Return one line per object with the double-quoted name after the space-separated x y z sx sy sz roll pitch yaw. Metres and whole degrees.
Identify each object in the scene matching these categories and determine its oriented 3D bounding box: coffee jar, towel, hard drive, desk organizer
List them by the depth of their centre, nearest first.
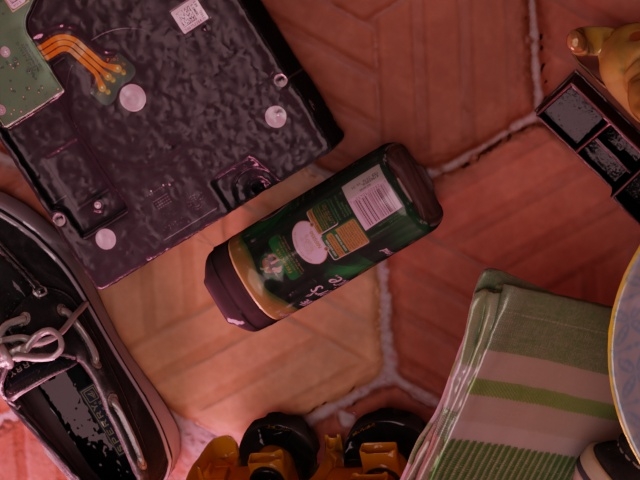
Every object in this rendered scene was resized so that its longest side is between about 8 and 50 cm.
0.139 0.191 1.363 0.038 0.248 0.325 30 100 45 "towel"
0.223 -0.066 1.379 0.130 0.050 0.047 44 108 -1 "desk organizer"
0.000 0.000 1.420 0.184 0.096 0.079 -30 90 18 "coffee jar"
-0.168 -0.161 1.433 0.237 0.064 0.339 -31 96 17 "hard drive"

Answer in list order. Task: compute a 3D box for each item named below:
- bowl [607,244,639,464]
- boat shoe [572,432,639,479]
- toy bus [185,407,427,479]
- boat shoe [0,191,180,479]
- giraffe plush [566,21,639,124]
0.354 0.069 1.217 0.289 0.156 0.289 5 102 25 "bowl"
0.436 0.202 1.337 0.500 0.187 0.156 13 105 2 "boat shoe"
0.014 0.258 1.472 0.220 0.149 0.211 -2 120 14 "toy bus"
-0.234 0.092 1.489 0.113 0.105 0.306 -28 97 17 "boat shoe"
0.301 -0.135 1.307 0.170 0.181 0.210 -44 57 8 "giraffe plush"
